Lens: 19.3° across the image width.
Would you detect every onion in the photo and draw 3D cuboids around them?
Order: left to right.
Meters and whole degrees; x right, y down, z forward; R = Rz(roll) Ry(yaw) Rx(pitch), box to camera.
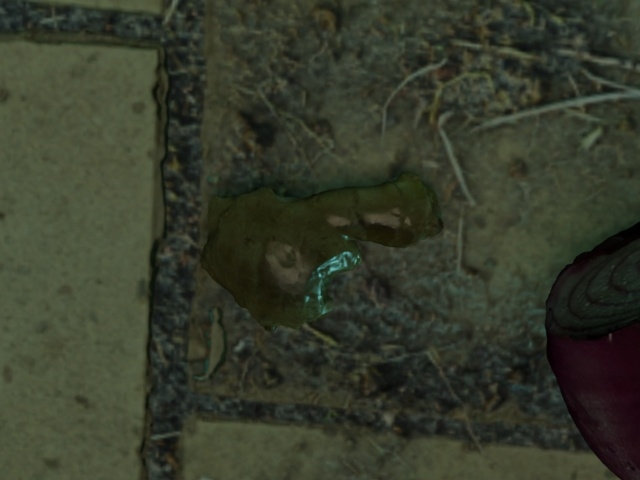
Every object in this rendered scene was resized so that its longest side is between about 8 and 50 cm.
[{"bbox_3d":[0.288,0.080,1.172,0.256,0.272,0.230,-18,113,47],"label":"onion"}]

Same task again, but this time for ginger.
[{"bbox_3d":[0.000,0.009,1.252,0.165,0.067,0.096,-8,84,7],"label":"ginger"}]
